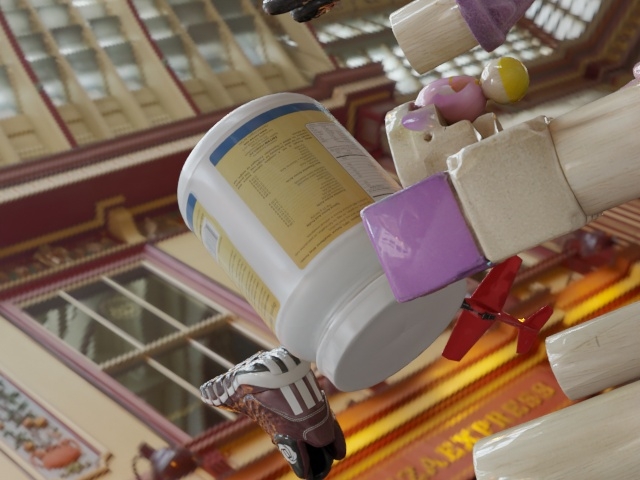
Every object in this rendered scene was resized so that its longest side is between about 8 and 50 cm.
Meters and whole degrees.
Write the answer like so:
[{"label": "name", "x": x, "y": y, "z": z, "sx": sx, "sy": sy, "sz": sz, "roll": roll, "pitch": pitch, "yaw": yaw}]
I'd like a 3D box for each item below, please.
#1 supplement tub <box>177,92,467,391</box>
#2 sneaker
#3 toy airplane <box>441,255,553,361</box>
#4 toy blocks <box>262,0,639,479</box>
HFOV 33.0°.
[{"label": "supplement tub", "x": 0.000, "y": 0.000, "z": 0.814, "sx": 0.144, "sy": 0.200, "sz": 0.144, "roll": -31, "pitch": -28, "yaw": -19}, {"label": "sneaker", "x": -0.054, "y": 0.218, "z": 1.293, "sx": 0.106, "sy": 0.281, "sz": 0.162, "roll": -29, "pitch": -91, "yaw": -19}, {"label": "toy airplane", "x": 0.205, "y": 0.089, "z": 1.239, "sx": 0.151, "sy": 0.028, "sz": 0.151, "roll": -11, "pitch": -57, "yaw": -18}, {"label": "toy blocks", "x": 0.165, "y": -0.071, "z": 0.500, "sx": 0.309, "sy": 0.260, "sz": 0.288, "roll": 66, "pitch": -159, "yaw": 1}]
